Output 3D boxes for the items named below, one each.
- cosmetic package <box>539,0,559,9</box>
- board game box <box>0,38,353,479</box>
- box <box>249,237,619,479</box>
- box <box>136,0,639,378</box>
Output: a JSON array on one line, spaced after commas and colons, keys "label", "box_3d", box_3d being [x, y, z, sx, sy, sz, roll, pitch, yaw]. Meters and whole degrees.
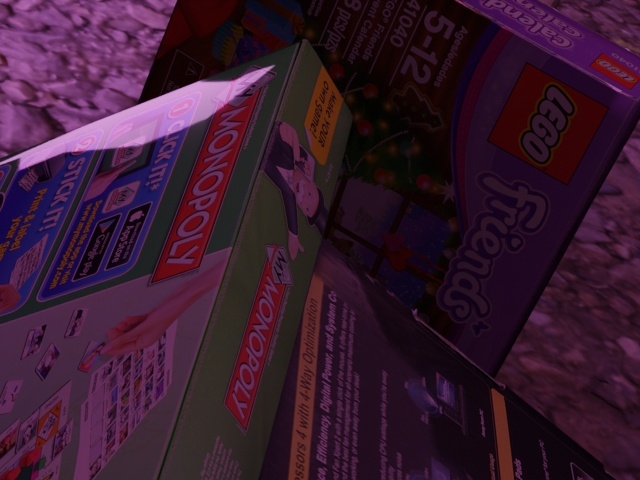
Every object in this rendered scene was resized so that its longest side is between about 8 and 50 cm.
[{"label": "cosmetic package", "box_3d": [0.044, -0.092, 1.064, 0.129, 0.153, 0.296, 29, 30, 6]}, {"label": "board game box", "box_3d": [-0.113, 0.064, 0.570, 0.046, 0.214, 0.317, 57, 29, -30]}, {"label": "box", "box_3d": [0.064, 0.212, 0.551, 0.318, 0.097, 0.395, 40, 28, -23]}, {"label": "box", "box_3d": [0.000, 0.000, 0.750, 0.201, 0.293, 0.057, 31, 30, 11]}]
